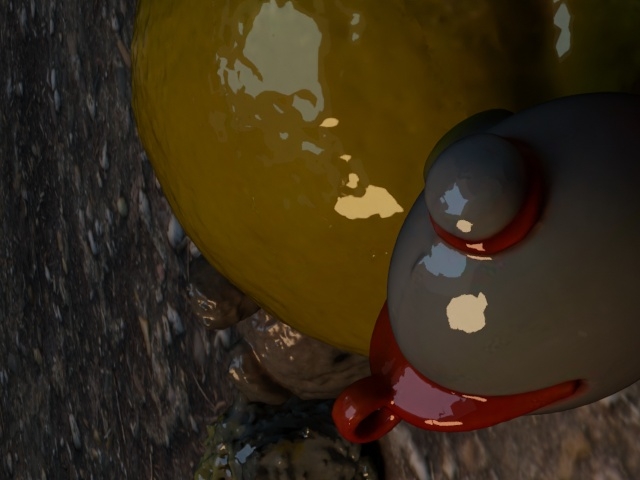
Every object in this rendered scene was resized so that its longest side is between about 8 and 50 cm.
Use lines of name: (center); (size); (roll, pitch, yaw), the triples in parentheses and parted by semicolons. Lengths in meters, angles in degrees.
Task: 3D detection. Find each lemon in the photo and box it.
lemon: (0.059, -0.095, 0.694); (0.348, 0.348, 0.348); (174, 90, -66)

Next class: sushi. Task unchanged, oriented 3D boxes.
sushi: (-0.028, 0.266, 1.193); (0.184, 0.139, 0.274); (162, 98, -68)

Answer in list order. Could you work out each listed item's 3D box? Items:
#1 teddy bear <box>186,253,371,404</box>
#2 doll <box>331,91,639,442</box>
teddy bear: (-0.001, -0.001, 0.964); (0.151, 0.236, 0.267); (20, 127, 53)
doll: (0.135, -0.034, 0.485); (0.336, 0.200, 0.105); (-42, 56, 8)
